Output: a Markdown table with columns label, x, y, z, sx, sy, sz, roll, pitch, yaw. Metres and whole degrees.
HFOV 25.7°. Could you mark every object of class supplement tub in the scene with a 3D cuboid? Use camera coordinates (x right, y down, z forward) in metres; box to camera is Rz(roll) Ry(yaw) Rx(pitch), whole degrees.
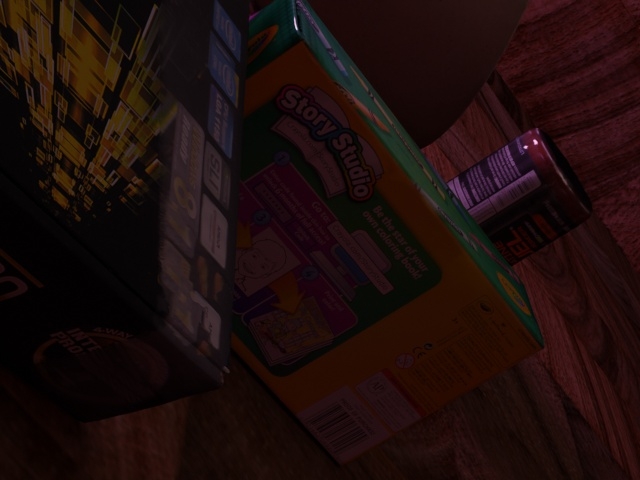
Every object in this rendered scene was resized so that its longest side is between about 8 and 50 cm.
| label | x | y | z | sx | sy | sz | roll | pitch | yaw |
| --- | --- | --- | --- | --- | --- | --- | --- | --- | --- |
| supplement tub | 0.157 | -0.017 | 1.363 | 0.106 | 0.198 | 0.106 | 50 | 17 | -22 |

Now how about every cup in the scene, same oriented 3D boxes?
| label | x | y | z | sx | sy | sz | roll | pitch | yaw |
| --- | --- | --- | --- | --- | --- | --- | --- | --- | --- |
| cup | 0.063 | -0.294 | 1.497 | 0.237 | 0.331 | 0.331 | 24 | 26 | -16 |

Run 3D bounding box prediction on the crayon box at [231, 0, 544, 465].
| label | x | y | z | sx | sy | sz | roll | pitch | yaw |
| --- | --- | --- | --- | --- | --- | --- | --- | --- | --- |
| crayon box | 0.000 | 0.000 | 0.899 | 0.278 | 0.165 | 0.081 | 50 | 17 | -27 |

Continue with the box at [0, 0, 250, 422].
| label | x | y | z | sx | sy | sz | roll | pitch | yaw |
| --- | --- | --- | --- | --- | --- | --- | --- | --- | --- |
| box | -0.150 | -0.158 | 0.671 | 0.318 | 0.097 | 0.395 | 52 | 30 | -45 |
